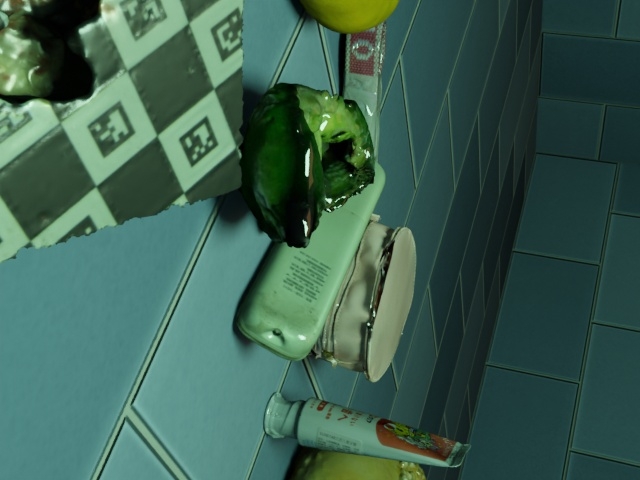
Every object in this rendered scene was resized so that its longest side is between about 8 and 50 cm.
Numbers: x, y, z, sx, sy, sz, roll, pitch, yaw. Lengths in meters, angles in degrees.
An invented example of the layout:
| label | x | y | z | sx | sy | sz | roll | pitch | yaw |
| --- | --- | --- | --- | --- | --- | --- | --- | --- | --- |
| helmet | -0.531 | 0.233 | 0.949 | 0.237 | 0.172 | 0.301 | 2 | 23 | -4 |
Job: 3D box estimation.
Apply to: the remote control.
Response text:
| label | x | y | z | sx | sy | sz | roll | pitch | yaw |
| --- | --- | --- | --- | --- | --- | --- | --- | --- | --- |
| remote control | -0.001 | 0.000 | 1.005 | 0.038 | 0.090 | 0.310 | -55 | -172 | 47 |

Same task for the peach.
| label | x | y | z | sx | sy | sz | roll | pitch | yaw |
| --- | --- | --- | --- | --- | --- | --- | --- | --- | --- |
| peach | 0.033 | -0.302 | 0.922 | 0.179 | 0.103 | 0.179 | 12 | 90 | -70 |

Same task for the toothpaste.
| label | x | y | z | sx | sy | sz | roll | pitch | yaw |
| --- | --- | --- | --- | --- | --- | --- | --- | --- | --- |
| toothpaste | 0.052 | 0.225 | 1.042 | 0.089 | 0.234 | 0.057 | -11 | 110 | -72 |

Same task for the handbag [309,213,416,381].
| label | x | y | z | sx | sy | sz | roll | pitch | yaw |
| --- | --- | --- | --- | --- | --- | --- | --- | --- | --- |
| handbag | 0.039 | 0.062 | 1.112 | 0.179 | 0.116 | 0.205 | 59 | 44 | -64 |

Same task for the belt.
| label | x | y | z | sx | sy | sz | roll | pitch | yaw |
| --- | --- | --- | --- | --- | --- | --- | --- | --- | --- |
| belt | 0.051 | -0.162 | 1.137 | 0.071 | 0.053 | 0.232 | -63 | 157 | -63 |

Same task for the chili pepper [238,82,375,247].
| label | x | y | z | sx | sy | sz | roll | pitch | yaw |
| --- | --- | --- | --- | --- | --- | --- | --- | --- | --- |
| chili pepper | -0.021 | -0.076 | 0.893 | 0.264 | 0.116 | 0.148 | -22 | 108 | -70 |

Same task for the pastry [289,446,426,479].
| label | x | y | z | sx | sy | sz | roll | pitch | yaw |
| --- | --- | --- | --- | --- | --- | --- | --- | --- | --- |
| pastry | 0.055 | 0.392 | 1.228 | 0.315 | 0.184 | 0.285 | 18 | 81 | -72 |

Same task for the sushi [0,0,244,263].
| label | x | y | z | sx | sy | sz | roll | pitch | yaw |
| --- | --- | --- | --- | --- | --- | --- | --- | --- | --- |
| sushi | -0.149 | -0.134 | 0.480 | 0.264 | 0.050 | 0.290 | -23 | 128 | -42 |
